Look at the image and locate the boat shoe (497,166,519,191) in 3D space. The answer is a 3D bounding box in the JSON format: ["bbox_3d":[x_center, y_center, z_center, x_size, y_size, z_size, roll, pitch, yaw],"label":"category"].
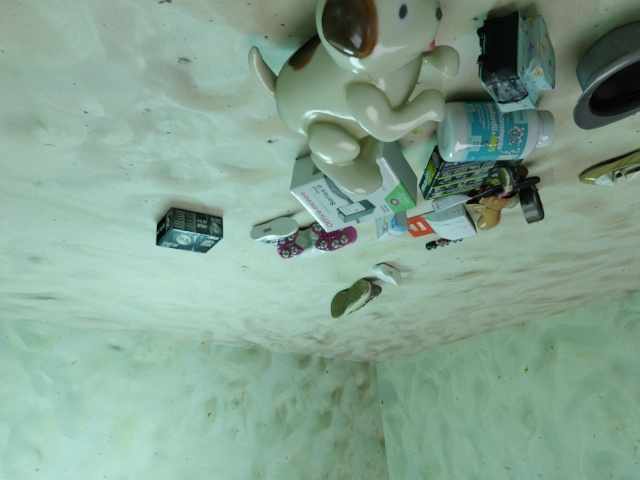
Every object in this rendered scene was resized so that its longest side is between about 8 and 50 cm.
[{"bbox_3d":[0.527,-0.179,1.594,0.049,0.056,0.152,-27,166,11],"label":"boat shoe"}]

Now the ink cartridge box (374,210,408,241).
[{"bbox_3d":[0.237,-0.059,1.924,0.052,0.089,0.122,7,154,-26],"label":"ink cartridge box"}]

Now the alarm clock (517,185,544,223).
[{"bbox_3d":[0.681,-0.113,1.830,0.064,0.130,0.192,-16,146,23],"label":"alarm clock"}]

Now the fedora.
[{"bbox_3d":[0.661,-0.375,1.237,0.275,0.124,0.243,-29,150,28],"label":"fedora"}]

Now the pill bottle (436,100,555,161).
[{"bbox_3d":[0.431,-0.271,1.406,0.263,0.146,0.146,-4,157,-5],"label":"pill bottle"}]

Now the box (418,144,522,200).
[{"bbox_3d":[0.427,-0.212,1.589,0.269,0.060,0.216,-13,158,-8],"label":"box"}]

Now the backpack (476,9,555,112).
[{"bbox_3d":[0.406,-0.358,1.175,0.144,0.166,0.188,-4,161,23],"label":"backpack"}]

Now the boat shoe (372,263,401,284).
[{"bbox_3d":[0.285,0.149,2.450,0.063,0.066,0.184,-5,163,37],"label":"boat shoe"}]

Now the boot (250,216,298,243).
[{"bbox_3d":[-0.143,-0.032,1.955,0.189,0.069,0.086,-9,165,29],"label":"boot"}]

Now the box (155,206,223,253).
[{"bbox_3d":[-0.430,-0.029,1.874,0.180,0.078,0.147,12,151,-33],"label":"box"}]

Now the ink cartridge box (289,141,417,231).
[{"bbox_3d":[0.092,-0.156,1.561,0.289,0.122,0.211,-16,136,28],"label":"ink cartridge box"}]

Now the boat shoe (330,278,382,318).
[{"bbox_3d":[0.165,0.281,2.661,0.123,0.123,0.342,10,146,-27],"label":"boat shoe"}]

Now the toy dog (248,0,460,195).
[{"bbox_3d":[0.075,-0.350,1.068,0.395,0.285,0.408,35,154,2],"label":"toy dog"}]

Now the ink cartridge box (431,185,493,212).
[{"bbox_3d":[0.436,-0.148,1.741,0.179,0.045,0.145,-26,-176,25],"label":"ink cartridge box"}]

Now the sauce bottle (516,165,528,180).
[{"bbox_3d":[0.601,-0.184,1.768,0.042,0.042,0.128,-2,155,-6],"label":"sauce bottle"}]

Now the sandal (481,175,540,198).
[{"bbox_3d":[0.576,-0.152,1.729,0.179,0.040,0.067,-15,165,33],"label":"sandal"}]

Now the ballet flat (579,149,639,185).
[{"bbox_3d":[0.906,-0.208,1.734,0.080,0.073,0.232,17,149,-40],"label":"ballet flat"}]

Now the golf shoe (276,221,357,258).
[{"bbox_3d":[0.000,0.000,2.014,0.306,0.115,0.140,-9,168,26],"label":"golf shoe"}]

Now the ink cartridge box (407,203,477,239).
[{"bbox_3d":[0.423,-0.046,2.038,0.232,0.066,0.189,-19,153,21],"label":"ink cartridge box"}]

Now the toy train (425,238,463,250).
[{"bbox_3d":[0.477,0.004,2.197,0.158,0.027,0.036,-18,142,29],"label":"toy train"}]

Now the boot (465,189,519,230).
[{"bbox_3d":[0.544,-0.107,1.902,0.152,0.073,0.197,6,142,-26],"label":"boot"}]
